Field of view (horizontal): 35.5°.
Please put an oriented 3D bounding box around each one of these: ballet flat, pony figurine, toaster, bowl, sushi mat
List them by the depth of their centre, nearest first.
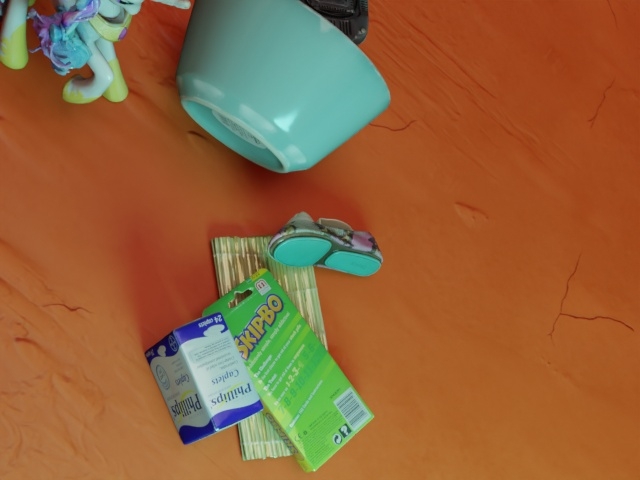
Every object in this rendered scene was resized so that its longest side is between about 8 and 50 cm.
[{"bbox_3d":[-0.330,-0.344,1.233,0.351,0.363,0.303,46,60,-5],"label":"pony figurine"},{"bbox_3d":[-0.077,-0.208,1.378,0.311,0.311,0.163,35,81,-11],"label":"bowl"},{"bbox_3d":[-0.061,0.141,1.395,0.151,0.019,0.317,-2,74,-28],"label":"sushi mat"},{"bbox_3d":[0.000,0.000,1.430,0.221,0.077,0.079,11,47,-44],"label":"ballet flat"},{"bbox_3d":[-0.013,-0.368,1.523,0.129,0.146,0.227,3,72,-26],"label":"toaster"}]

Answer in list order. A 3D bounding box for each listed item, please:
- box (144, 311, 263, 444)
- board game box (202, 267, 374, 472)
[{"bbox_3d":[-0.151,0.178,1.276,0.072,0.126,0.137,-21,82,-31],"label":"box"},{"bbox_3d":[-0.047,0.173,1.359,0.124,0.039,0.259,-36,93,-32],"label":"board game box"}]
